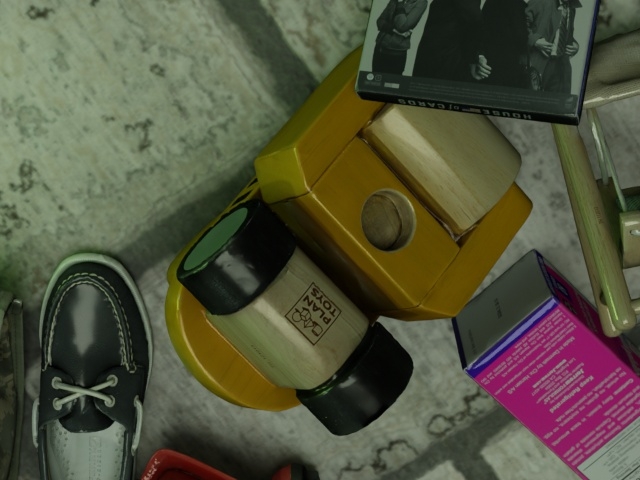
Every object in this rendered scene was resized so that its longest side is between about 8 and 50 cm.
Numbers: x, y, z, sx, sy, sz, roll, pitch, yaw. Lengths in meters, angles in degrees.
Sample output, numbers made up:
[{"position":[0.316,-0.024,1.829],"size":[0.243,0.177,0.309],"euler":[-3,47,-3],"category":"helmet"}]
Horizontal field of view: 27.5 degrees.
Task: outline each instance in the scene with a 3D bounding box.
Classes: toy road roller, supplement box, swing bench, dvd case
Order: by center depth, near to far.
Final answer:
[{"position":[0.136,-0.218,1.043],"size":[0.179,0.029,0.239],"euler":[9,80,16],"category":"dvd case"},{"position":[0.326,-0.074,1.071],"size":[0.253,0.165,0.255],"euler":[-15,82,6],"category":"swing bench"},{"position":[0.000,0.000,1.162],"size":[0.202,0.240,0.329],"euler":[46,68,-16],"category":"toy road roller"},{"position":[0.242,0.133,1.234],"size":[0.114,0.111,0.220],"euler":[-42,107,15],"category":"supplement box"}]

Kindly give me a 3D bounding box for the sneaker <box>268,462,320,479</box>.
[{"position":[-0.042,0.361,1.338],"size":[0.135,0.097,0.276],"euler":[-12,110,5],"category":"sneaker"}]

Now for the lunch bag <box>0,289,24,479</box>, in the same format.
[{"position":[-0.401,0.145,1.213],"size":[0.235,0.169,0.287],"euler":[8,117,-3],"category":"lunch bag"}]

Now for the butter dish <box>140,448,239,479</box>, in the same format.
[{"position":[-0.125,0.300,1.220],"size":[0.160,0.118,0.160],"euler":[24,100,10],"category":"butter dish"}]

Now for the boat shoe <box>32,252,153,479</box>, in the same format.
[{"position":[-0.219,0.163,1.259],"size":[0.114,0.091,0.303],"euler":[-1,113,0],"category":"boat shoe"}]
